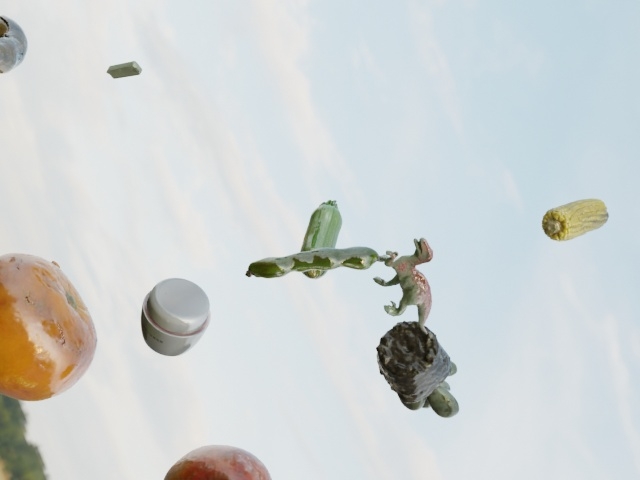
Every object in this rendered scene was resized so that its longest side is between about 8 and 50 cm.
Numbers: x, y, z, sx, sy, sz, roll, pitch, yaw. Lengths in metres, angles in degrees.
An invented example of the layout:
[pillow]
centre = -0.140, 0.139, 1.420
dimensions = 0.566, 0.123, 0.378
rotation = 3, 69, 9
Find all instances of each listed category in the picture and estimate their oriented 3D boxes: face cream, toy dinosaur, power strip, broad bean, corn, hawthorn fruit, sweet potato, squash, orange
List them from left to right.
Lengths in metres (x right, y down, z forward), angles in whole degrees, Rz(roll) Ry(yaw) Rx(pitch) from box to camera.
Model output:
[sweet potato]
centre = -0.693, -0.412, 2.530
dimensions = 0.112, 0.085, 0.286
rotation = 54, 14, -15
[orange]
centre = -0.550, 0.163, 2.198
dimensions = 0.284, 0.226, 0.284
rotation = 56, 8, -12
[power strip]
centre = -0.390, -0.337, 2.335
dimensions = 0.083, 0.017, 0.027
rotation = -3, -39, 33
[face cream]
centre = -0.246, 0.129, 1.991
dimensions = 0.117, 0.117, 0.104
rotation = 57, -39, 31
[hawthorn fruit]
centre = -0.188, 0.515, 2.313
dimensions = 0.263, 0.235, 0.231
rotation = -5, -63, 51
[broad bean]
centre = -0.012, 0.041, 2.180
dimensions = 0.053, 0.256, 0.052
rotation = 100, -20, -57
[squash]
centre = 0.000, 0.000, 2.392
dimensions = 0.077, 0.068, 0.219
rotation = 97, 7, -45
[toy dinosaur]
centre = 0.182, 0.096, 2.259
dimensions = 0.167, 0.053, 0.242
rotation = -12, -56, 35
[corn]
centre = 0.503, -0.043, 2.319
dimensions = 0.072, 0.203, 0.072
rotation = 10, -73, 37

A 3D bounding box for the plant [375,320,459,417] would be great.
[plant]
centre = 0.213, 0.281, 2.527
dimensions = 0.146, 0.149, 0.274
rotation = 55, -3, 38
